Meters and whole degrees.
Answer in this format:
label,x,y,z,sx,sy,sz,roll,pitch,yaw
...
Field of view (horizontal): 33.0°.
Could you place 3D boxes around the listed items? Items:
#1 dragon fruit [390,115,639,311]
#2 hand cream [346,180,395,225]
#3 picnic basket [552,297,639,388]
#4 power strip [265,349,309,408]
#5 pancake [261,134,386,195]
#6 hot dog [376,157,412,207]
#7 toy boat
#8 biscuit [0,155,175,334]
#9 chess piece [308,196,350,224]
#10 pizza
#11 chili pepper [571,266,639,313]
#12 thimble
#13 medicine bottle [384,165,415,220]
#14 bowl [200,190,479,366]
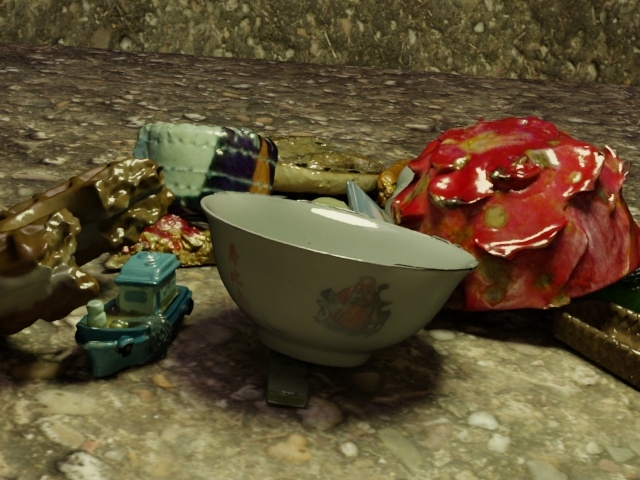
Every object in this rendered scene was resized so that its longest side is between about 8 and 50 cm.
label,x,y,z,sx,sy,sz,roll,pitch,yaw
dragon fruit,0.273,-0.049,1.551,0.386,0.249,0.371,-8,16,10
hand cream,0.077,-0.019,1.612,0.055,0.088,0.256,-12,-14,14
picnic basket,0.392,0.134,1.388,0.110,0.055,0.193,-5,21,-31
power strip,-0.038,0.156,1.256,0.050,0.019,0.136,7,18,-4
pancake,-0.060,-0.145,2.046,0.386,0.082,0.387,8,14,-2
hot dog,0.143,-0.107,2.009,0.045,0.071,0.165,9,20,19
toy boat,-0.228,0.083,1.305,0.109,0.098,0.238,6,19,12
biscuit,-0.346,0.013,1.334,0.268,0.115,0.366,-18,15,21
chess piece,0.000,0.000,1.595,0.133,0.133,0.243,7,12,5
pizza,-0.246,0.000,1.605,0.188,0.062,0.199,15,22,33
chili pepper,0.472,0.069,1.570,0.253,0.084,0.099,-7,20,-19
thimble,-0.189,-0.105,1.720,0.237,0.150,0.237,8,-3,0
medicine bottle,0.195,-0.096,1.927,0.110,0.110,0.352,12,20,20
bowl,0.007,0.057,1.310,0.345,0.157,0.345,13,9,-2
